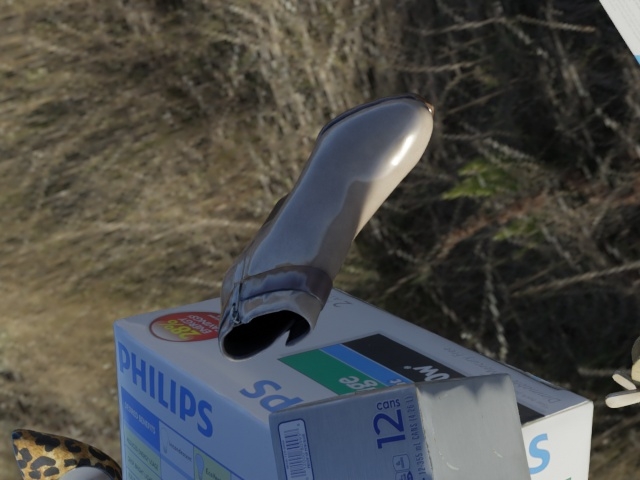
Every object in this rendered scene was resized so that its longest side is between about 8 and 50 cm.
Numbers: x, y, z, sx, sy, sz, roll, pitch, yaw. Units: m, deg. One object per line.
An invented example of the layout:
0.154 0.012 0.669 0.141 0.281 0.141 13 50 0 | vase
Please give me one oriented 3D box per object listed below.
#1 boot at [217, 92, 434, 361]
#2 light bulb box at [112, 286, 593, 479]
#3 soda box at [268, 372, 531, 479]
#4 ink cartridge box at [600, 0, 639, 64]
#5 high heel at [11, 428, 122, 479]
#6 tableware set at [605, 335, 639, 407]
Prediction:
0.000 0.000 0.514 0.042 0.087 0.118 32 135 -16 | boot
0.012 0.259 1.036 0.358 0.225 0.361 23 119 49 | light bulb box
0.059 0.212 0.598 0.091 0.098 0.286 -16 79 34 | soda box
0.286 -0.174 0.815 0.181 0.061 0.104 -29 104 28 | ink cartridge box
-0.246 0.321 1.423 0.261 0.093 0.186 48 175 -23 | high heel
0.293 0.129 0.847 0.194 0.039 0.128 32 148 7 | tableware set
